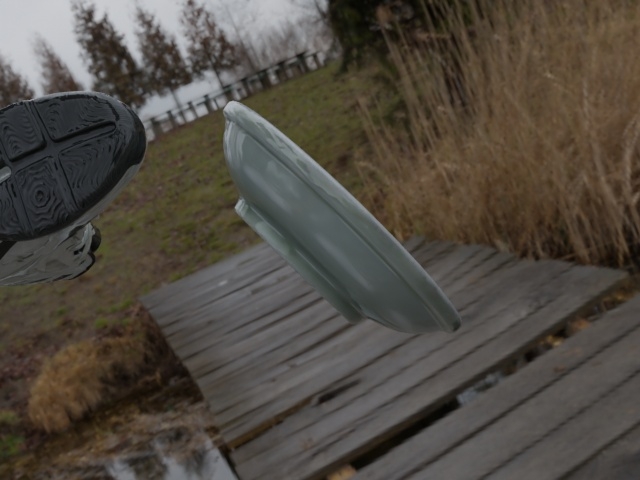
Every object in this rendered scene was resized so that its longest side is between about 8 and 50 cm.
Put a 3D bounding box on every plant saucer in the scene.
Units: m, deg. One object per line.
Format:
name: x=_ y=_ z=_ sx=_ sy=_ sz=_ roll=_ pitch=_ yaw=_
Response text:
plant saucer: x=0.000 y=0.000 z=1.009 sx=0.100 sy=0.400 sz=0.400 roll=-47 pitch=10 yaw=-3

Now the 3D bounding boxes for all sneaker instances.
sneaker: x=-0.363 y=-0.058 z=1.102 sx=0.447 sy=0.169 sz=0.257 roll=-27 pitch=-9 yaw=25
